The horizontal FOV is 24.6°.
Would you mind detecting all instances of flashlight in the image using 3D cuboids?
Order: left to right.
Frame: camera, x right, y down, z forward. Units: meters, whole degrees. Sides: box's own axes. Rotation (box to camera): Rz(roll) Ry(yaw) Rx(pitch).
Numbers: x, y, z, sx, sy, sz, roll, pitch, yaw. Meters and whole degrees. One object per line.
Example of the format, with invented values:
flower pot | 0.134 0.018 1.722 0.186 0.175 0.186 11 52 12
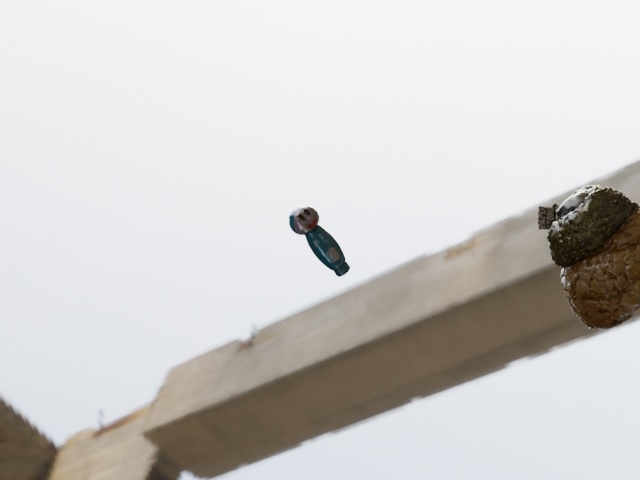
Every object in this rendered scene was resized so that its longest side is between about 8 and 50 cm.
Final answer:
flashlight | 0.000 0.000 2.290 0.129 0.051 0.051 51 -142 -15

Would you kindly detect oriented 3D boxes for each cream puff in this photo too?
cream puff | 0.367 0.006 1.943 0.169 0.183 0.183 44 -140 -9
